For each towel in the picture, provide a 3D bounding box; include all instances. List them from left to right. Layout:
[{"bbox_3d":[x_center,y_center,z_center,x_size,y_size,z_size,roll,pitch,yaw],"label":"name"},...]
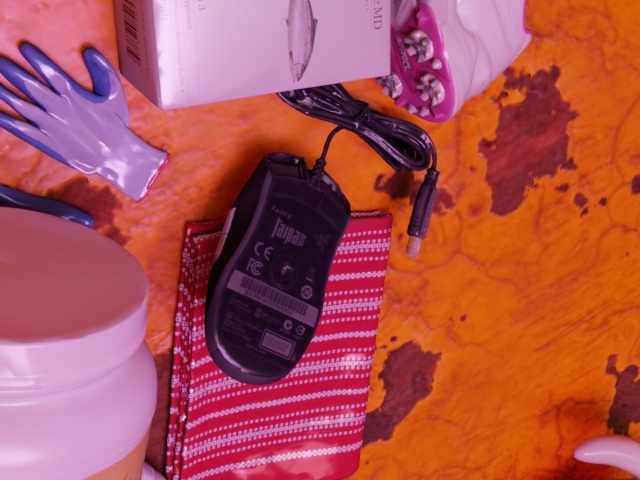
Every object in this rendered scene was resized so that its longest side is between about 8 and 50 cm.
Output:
[{"bbox_3d":[-0.036,0.109,0.951,0.199,0.031,0.275,-4,114,-26],"label":"towel"}]

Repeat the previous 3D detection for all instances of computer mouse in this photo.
[{"bbox_3d":[0.000,0.000,0.878,0.184,0.060,0.262,22,77,-30],"label":"computer mouse"}]

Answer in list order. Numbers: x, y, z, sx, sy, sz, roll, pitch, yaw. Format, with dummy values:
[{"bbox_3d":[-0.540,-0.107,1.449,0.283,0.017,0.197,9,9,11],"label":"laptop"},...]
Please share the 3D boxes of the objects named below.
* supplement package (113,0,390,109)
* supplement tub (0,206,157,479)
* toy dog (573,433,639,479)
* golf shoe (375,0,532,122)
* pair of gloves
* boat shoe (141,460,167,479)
[{"bbox_3d":[-0.050,-0.168,0.770,0.179,0.105,0.105,-13,117,-22],"label":"supplement package"},{"bbox_3d":[-0.239,0.156,0.739,0.228,0.228,0.316,1,116,-27],"label":"supplement tub"},{"bbox_3d":[0.225,0.428,1.084,0.408,0.284,0.395,-17,119,-17],"label":"toy dog"},{"bbox_3d":[0.095,-0.248,0.819,0.140,0.115,0.306,-29,129,-25],"label":"golf shoe"},{"bbox_3d":[-0.206,-0.048,0.797,0.159,0.023,0.198,36,94,-35],"label":"pair of gloves"},{"bbox_3d":[-0.201,0.270,0.925,0.184,0.066,0.063,-50,129,-6],"label":"boat shoe"}]
